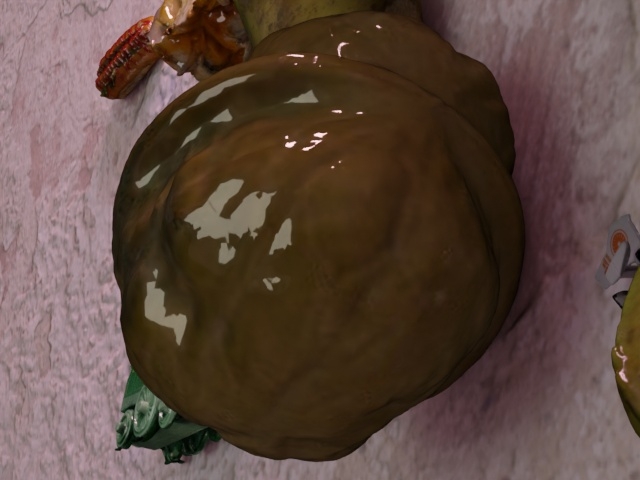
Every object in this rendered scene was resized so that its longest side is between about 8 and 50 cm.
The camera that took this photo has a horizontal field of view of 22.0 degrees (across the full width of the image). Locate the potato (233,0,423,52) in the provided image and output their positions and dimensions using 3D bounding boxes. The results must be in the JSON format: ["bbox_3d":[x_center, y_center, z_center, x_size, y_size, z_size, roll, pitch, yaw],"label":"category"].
[{"bbox_3d":[0.008,-0.173,1.285,0.149,0.113,0.251,-60,41,19],"label":"potato"}]

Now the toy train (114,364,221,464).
[{"bbox_3d":[-0.127,0.139,1.479,0.178,0.071,0.105,-31,43,57],"label":"toy train"}]

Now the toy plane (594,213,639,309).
[{"bbox_3d":[0.204,0.049,0.896,0.197,0.053,0.078,-120,38,-46],"label":"toy plane"}]

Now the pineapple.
[{"bbox_3d":[-0.065,-0.254,1.475,0.236,0.114,0.186,-61,31,14],"label":"pineapple"}]

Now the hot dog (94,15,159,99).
[{"bbox_3d":[-0.207,-0.198,1.774,0.144,0.038,0.062,-36,49,53],"label":"hot dog"}]

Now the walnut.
[{"bbox_3d":[0.001,-0.001,1.084,0.253,0.282,0.277,48,126,9],"label":"walnut"}]

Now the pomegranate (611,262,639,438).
[{"bbox_3d":[0.250,0.038,0.715,0.190,0.159,0.241,-1,54,51],"label":"pomegranate"}]
